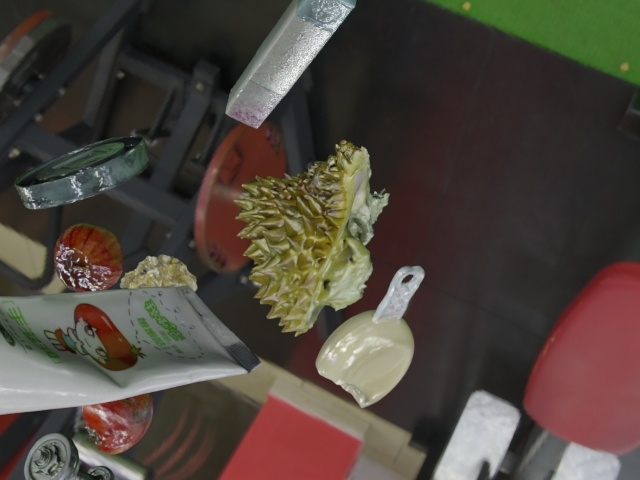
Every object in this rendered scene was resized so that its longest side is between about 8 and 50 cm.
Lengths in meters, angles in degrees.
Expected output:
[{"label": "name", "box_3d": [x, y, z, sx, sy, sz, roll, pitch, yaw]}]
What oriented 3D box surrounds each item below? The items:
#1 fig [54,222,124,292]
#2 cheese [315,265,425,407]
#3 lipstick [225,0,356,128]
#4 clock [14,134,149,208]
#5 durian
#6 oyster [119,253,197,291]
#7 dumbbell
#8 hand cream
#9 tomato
[{"label": "fig", "box_3d": [-0.405, 0.044, 1.616, 0.128, 0.150, 0.128, -8, 136, -8]}, {"label": "cheese", "box_3d": [0.098, 0.144, 1.389, 0.163, 0.249, 0.071, 23, -157, -47]}, {"label": "lipstick", "box_3d": [-0.050, -0.292, 1.423, 0.066, 0.068, 0.317, 23, 143, -19]}, {"label": "clock", "box_3d": [-0.394, -0.115, 1.543, 0.226, 0.226, 0.049, 1, 117, 40]}, {"label": "durian", "box_3d": [0.000, 0.000, 0.955, 0.166, 0.172, 0.306, -13, 161, -5]}, {"label": "oyster", "box_3d": [-0.256, 0.069, 1.473, 0.121, 0.045, 0.146, 0, 146, -9]}, {"label": "dumbbell", "box_3d": [-0.457, 0.447, 1.751, 0.110, 0.110, 0.254, 9, 154, 31]}, {"label": "hand cream", "box_3d": [-0.186, 0.083, 0.747, 0.121, 0.336, 0.076, 46, 114, 25]}, {"label": "tomato", "box_3d": [-0.385, 0.326, 1.823, 0.099, 0.173, 0.189, -1, 123, 18]}]
